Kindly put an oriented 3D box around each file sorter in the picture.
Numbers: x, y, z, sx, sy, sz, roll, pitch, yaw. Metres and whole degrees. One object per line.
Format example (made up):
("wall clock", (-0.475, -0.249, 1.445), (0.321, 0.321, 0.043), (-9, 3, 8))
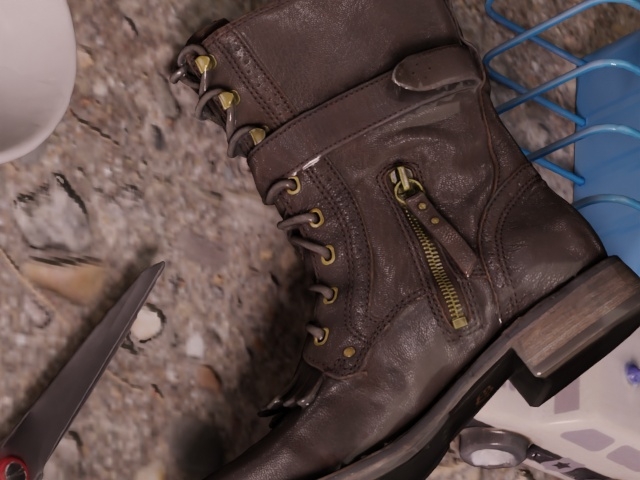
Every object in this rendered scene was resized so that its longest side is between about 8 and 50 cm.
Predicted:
("file sorter", (0.153, -0.063, 1.042), (0.104, 0.118, 0.170), (24, 58, -33))

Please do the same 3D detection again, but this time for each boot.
("boot", (0.000, 0.000, 0.875), (0.263, 0.091, 0.229), (-31, 74, -15))

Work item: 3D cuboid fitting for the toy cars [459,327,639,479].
("toy cars", (0.194, 0.163, 1.012), (0.176, 0.087, 0.394), (-41, 104, -46))

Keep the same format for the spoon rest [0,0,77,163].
("spoon rest", (-0.194, -0.070, 0.722), (0.276, 0.084, 0.137), (-31, 97, -46))

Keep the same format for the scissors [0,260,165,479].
("scissors", (-0.130, 0.115, 0.762), (0.297, 0.021, 0.109), (-38, 99, -47))
